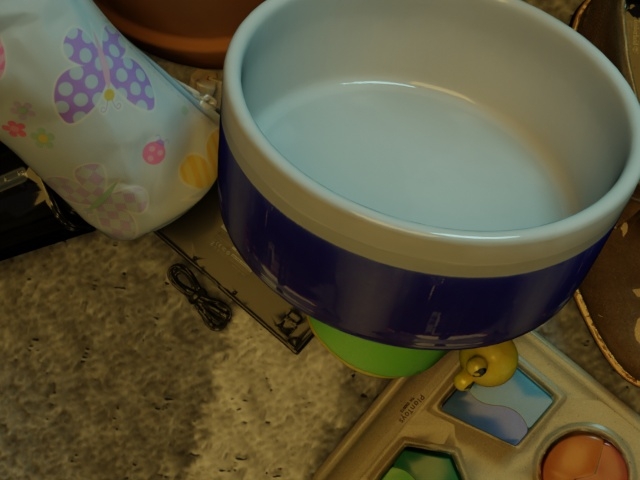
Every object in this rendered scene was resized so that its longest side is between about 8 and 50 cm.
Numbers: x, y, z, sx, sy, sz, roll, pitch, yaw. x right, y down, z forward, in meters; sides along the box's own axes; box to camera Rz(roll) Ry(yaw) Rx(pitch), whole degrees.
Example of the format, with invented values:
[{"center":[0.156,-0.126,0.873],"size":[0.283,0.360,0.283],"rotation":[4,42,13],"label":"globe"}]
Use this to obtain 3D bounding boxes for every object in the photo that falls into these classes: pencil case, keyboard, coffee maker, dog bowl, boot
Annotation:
[{"center":[-0.178,-0.118,0.639],"size":[0.124,0.113,0.273],"rotation":[-29,129,19],"label":"pencil case"},{"center":[-0.070,0.014,0.775],"size":[0.180,0.023,0.108],"rotation":[40,89,5],"label":"keyboard"},{"center":[-0.265,-0.013,0.762],"size":[0.178,0.120,0.171],"rotation":[-20,113,8],"label":"coffee maker"},{"center":[0.066,-0.061,0.638],"size":[0.265,0.264,0.104],"rotation":[18,137,6],"label":"dog bowl"},{"center":[0.229,-0.036,0.693],"size":[0.112,0.115,0.305],"rotation":[-7,93,4],"label":"boot"}]

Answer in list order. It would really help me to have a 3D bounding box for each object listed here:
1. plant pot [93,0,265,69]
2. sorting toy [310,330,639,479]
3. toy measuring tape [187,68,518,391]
[{"center":[-0.085,-0.276,0.676],"size":[0.291,0.203,0.290],"rotation":[0,92,6],"label":"plant pot"},{"center":[0.109,0.222,0.751],"size":[0.229,0.041,0.307],"rotation":[39,96,4],"label":"sorting toy"},{"center":[0.000,0.000,0.705],"size":[0.330,0.121,0.121],"rotation":[39,96,11],"label":"toy measuring tape"}]
